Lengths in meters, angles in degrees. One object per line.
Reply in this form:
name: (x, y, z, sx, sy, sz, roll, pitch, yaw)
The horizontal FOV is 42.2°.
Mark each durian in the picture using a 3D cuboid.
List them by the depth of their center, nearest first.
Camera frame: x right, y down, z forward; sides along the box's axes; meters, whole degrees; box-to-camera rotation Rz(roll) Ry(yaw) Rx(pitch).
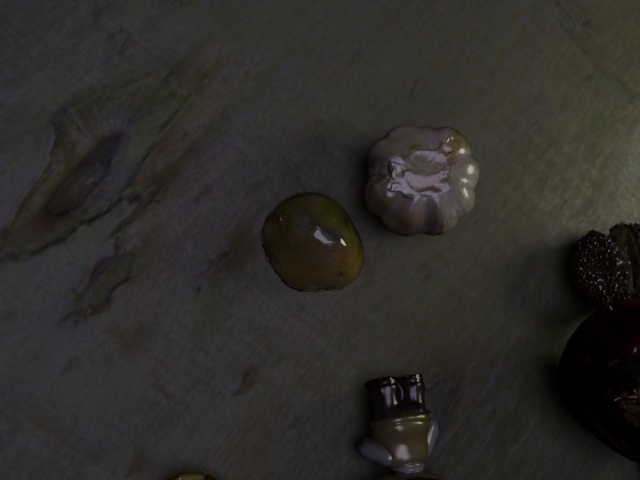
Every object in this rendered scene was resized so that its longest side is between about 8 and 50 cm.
durian: (0.594, 0.062, 1.657, 0.196, 0.167, 0.196, 0, 105, -1)

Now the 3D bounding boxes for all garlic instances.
garlic: (0.188, -0.110, 1.561, 0.228, 0.152, 0.227, 0, 87, -7)

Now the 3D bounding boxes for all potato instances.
potato: (0.000, 0.000, 1.521, 0.182, 0.117, 0.202, -36, 92, -19)

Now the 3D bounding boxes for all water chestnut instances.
water chestnut: (0.624, 0.241, 1.573, 0.350, 0.302, 0.350, 5, 114, 11)

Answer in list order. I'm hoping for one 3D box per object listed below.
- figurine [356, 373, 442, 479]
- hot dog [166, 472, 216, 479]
figurine: (0.144, 0.438, 1.497, 0.218, 0.206, 0.365, 7, 55, -35)
hot dog: (-0.187, 0.476, 1.425, 0.213, 0.103, 0.146, 31, 98, 0)
